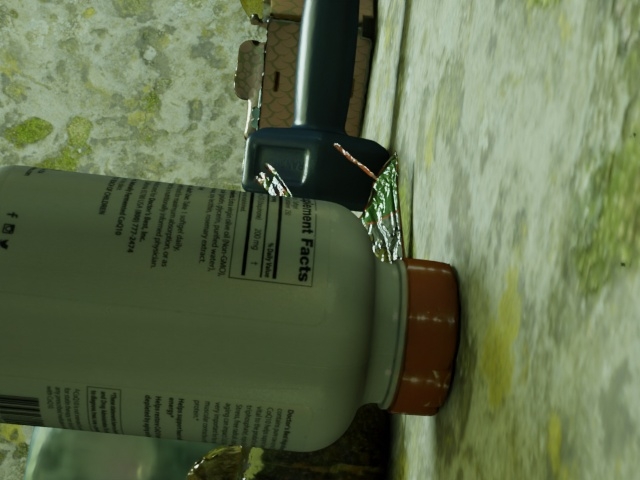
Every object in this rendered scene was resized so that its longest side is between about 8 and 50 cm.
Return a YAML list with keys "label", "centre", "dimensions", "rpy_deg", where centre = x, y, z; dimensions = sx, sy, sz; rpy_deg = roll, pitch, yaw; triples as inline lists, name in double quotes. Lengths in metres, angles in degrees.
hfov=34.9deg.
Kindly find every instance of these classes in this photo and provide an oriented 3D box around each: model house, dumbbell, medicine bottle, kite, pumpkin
- label: "model house"
  centre: [-0.024, -0.236, 1.333]
  dimensions: [0.244, 0.169, 0.325]
  rpy_deg: [142, 135, -81]
- label: "dumbbell"
  centre: [0.006, -0.187, 0.999]
  dimensions: [0.144, 0.157, 0.316]
  rpy_deg: [12, 97, 56]
- label: "medicine bottle"
  centre: [-0.066, 0.046, 0.628]
  dimensions: [0.157, 0.289, 0.156]
  rpy_deg: [-173, 90, -85]
- label: "kite"
  centre: [0.000, 0.000, 0.864]
  dimensions: [0.198, 0.006, 0.244]
  rpy_deg: [-54, 43, 5]
- label: "pumpkin"
  centre: [-0.030, 0.195, 0.851]
  dimensions: [0.219, 0.163, 0.218]
  rpy_deg: [-174, 90, -81]

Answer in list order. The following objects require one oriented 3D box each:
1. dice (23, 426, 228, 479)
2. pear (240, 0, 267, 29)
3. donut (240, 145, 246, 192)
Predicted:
- label: "dice"
  centre: [-0.149, 0.289, 1.165]
  dimensions: [0.328, 0.331, 0.348]
  rpy_deg: [-157, 74, -86]
- label: "pear"
  centre: [-0.039, -0.424, 1.637]
  dimensions: [0.228, 0.189, 0.211]
  rpy_deg: [-92, 12, -49]
- label: "donut"
  centre: [-0.061, -0.074, 1.721]
  dimensions: [0.371, 0.150, 0.307]
  rpy_deg: [102, 172, -56]
